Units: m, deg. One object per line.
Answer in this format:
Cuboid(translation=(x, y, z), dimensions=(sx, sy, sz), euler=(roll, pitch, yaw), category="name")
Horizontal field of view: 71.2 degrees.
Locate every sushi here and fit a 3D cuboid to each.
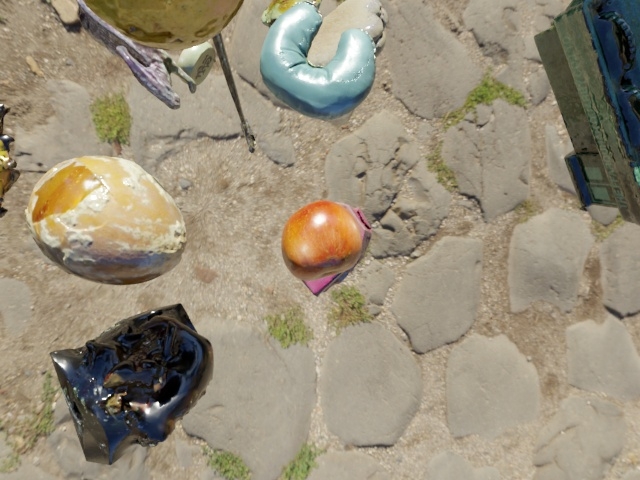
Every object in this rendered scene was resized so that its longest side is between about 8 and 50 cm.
Cuboid(translation=(-0.321, 0.257, 0.841), dimensions=(0.227, 0.212, 0.216), euler=(-22, 98, -54), category="sushi")

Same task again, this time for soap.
Cuboid(translation=(0.046, 0.024, 1.598), dimensions=(0.325, 0.127, 0.220), euler=(-43, 80, 8), category="soap")

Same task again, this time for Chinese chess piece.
Cuboid(translation=(-0.387, -0.555, 1.400), dimensions=(0.058, 0.144, 0.144), euler=(32, 86, -1), category="Chinese chess piece")

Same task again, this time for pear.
Cuboid(translation=(-0.128, -0.256, 0.376), dimensions=(0.177, 0.178, 0.178), euler=(-1, 94, -15), category="pear")

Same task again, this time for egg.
Cuboid(translation=(-0.316, -0.027, 0.678), dimensions=(0.233, 0.195, 0.195), euler=(31, 86, 7), category="egg")

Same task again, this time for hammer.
Cuboid(translation=(-0.205, -0.357, 1.059), dimensions=(0.026, 0.125, 0.297), euler=(-18, 129, -5), category="hammer")

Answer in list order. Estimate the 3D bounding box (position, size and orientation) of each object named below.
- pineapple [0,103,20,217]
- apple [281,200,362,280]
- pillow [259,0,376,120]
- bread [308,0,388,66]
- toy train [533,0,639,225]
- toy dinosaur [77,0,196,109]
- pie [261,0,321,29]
Cuboid(translation=(-0.380, -0.064, 0.401), dimensions=(0.224, 0.076, 0.225), euler=(3, 76, -14), category="pineapple")
Cuboid(translation=(0.000, 0.000, 0.867), dimensions=(0.163, 0.163, 0.139), euler=(-15, 80, -13), category="apple")
Cuboid(translation=(-0.003, -0.351, 0.884), dimensions=(0.233, 0.086, 0.214), euler=(26, 87, 5), category="pillow")
Cuboid(translation=(0.043, -0.439, 1.039), dimensions=(0.337, 0.183, 0.102), euler=(-46, 138, -8), category="bread")
Cuboid(translation=(0.374, -0.166, 0.551), dimensions=(0.138, 0.178, 0.331), euler=(-27, 102, -1), category="toy train")
Cuboid(translation=(-0.284, -0.303, 0.669), dimensions=(0.294, 0.162, 0.077), euler=(42, 96, 9), category="toy dinosaur")
Cuboid(translation=(-0.098, -0.858, 1.647), dimensions=(0.257, 0.275, 0.105), euler=(-35, 137, 13), category="pie")
